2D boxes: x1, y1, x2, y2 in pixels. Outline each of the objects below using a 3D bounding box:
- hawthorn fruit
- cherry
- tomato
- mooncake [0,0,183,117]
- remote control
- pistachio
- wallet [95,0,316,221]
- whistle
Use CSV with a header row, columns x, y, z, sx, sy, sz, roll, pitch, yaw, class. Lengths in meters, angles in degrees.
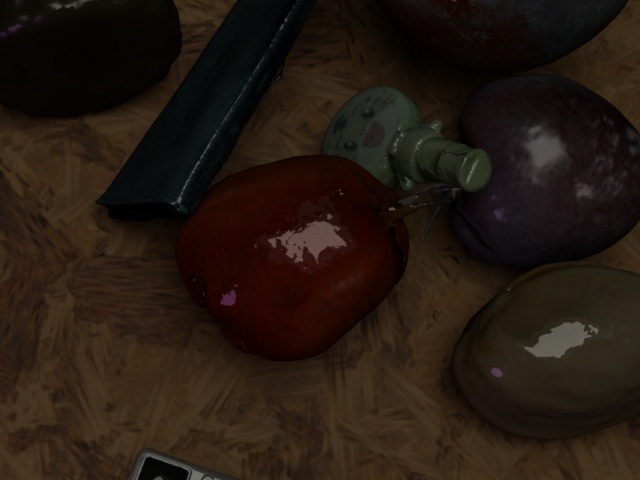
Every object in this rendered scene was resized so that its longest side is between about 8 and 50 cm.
x,y,z,sx,sy,sz,roll,pitch,yaw,class
0.000,0.000,1.472,0.299,0.211,0.211,-28,78,13,hawthorn fruit
0.237,-0.074,1.551,0.266,0.183,0.213,4,103,-16,cherry
0.194,-0.335,1.518,0.316,0.282,0.317,-9,118,-16,tomato
-0.266,-0.236,1.519,0.228,0.228,0.124,-11,69,-10,mooncake
-0.077,0.288,1.490,0.261,0.029,0.067,20,72,-1,remote control
0.281,0.120,1.520,0.288,0.166,0.197,-1,100,-12,pistachio
-0.098,-0.181,1.541,0.046,0.190,0.379,38,71,-25,wallet
0.088,-0.097,1.536,0.067,0.258,0.126,28,85,-37,whistle
